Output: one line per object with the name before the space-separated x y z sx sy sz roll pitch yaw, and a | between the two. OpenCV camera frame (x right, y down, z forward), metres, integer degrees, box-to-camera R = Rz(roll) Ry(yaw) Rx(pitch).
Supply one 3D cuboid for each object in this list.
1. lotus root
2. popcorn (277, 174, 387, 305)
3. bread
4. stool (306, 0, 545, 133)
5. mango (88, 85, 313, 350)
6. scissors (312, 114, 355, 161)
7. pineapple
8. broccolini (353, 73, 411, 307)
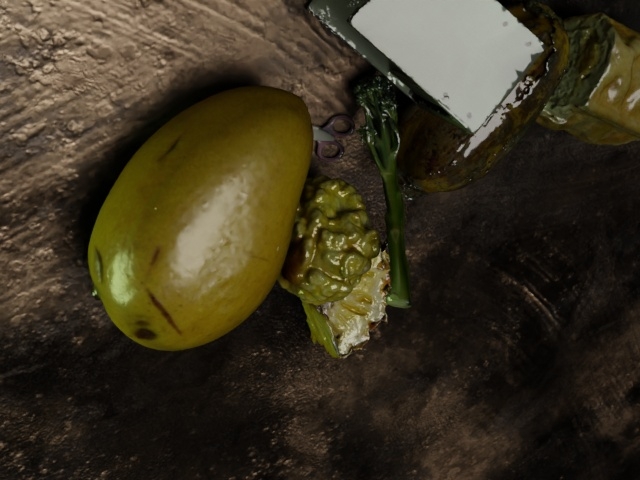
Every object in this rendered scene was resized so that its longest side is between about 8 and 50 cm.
lotus root | 0.259 -0.232 1.941 0.397 0.196 0.179 -50 130 8
popcorn | -0.001 0.002 1.902 0.170 0.218 0.189 5 147 -22
bread | 0.501 -0.281 2.075 0.252 0.196 0.238 25 98 -44
stool | 0.152 -0.317 1.727 0.270 0.243 0.170 37 94 -21
mango | -0.164 -0.038 1.757 0.301 0.220 0.445 36 95 -29
scissors | -0.018 -0.179 1.901 0.176 0.022 0.085 11 112 -41
pineapple | 0.036 0.090 2.065 0.186 0.114 0.236 13 100 -38
broccolini | 0.098 -0.085 1.844 0.074 0.392 0.079 -2 159 -6
